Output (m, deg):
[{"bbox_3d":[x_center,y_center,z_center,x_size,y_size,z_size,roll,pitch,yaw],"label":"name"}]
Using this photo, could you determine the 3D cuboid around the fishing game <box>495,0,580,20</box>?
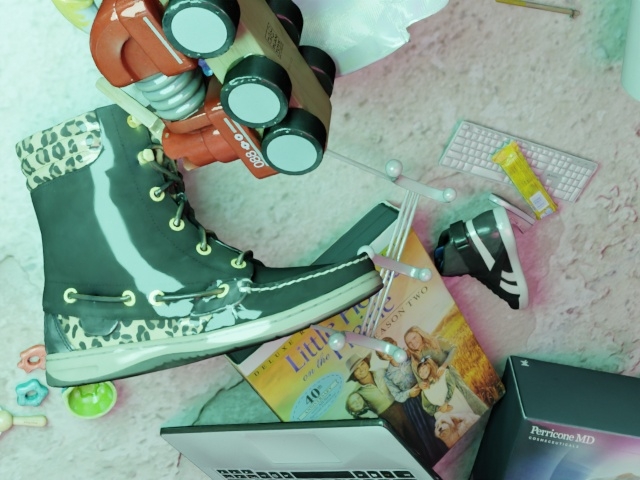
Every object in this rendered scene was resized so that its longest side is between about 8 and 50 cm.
[{"bbox_3d":[0.305,-0.407,1.118,0.189,0.041,0.264,6,116,-29],"label":"fishing game"}]

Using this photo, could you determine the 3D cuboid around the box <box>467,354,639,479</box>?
[{"bbox_3d":[0.418,0.374,1.489,0.296,0.182,0.294,10,115,-2],"label":"box"}]

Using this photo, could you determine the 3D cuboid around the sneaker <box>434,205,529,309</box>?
[{"bbox_3d":[0.230,0.037,1.339,0.121,0.079,0.217,-16,138,10],"label":"sneaker"}]

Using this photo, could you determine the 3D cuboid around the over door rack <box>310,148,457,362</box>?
[{"bbox_3d":[0.000,0.000,1.113,0.324,0.108,0.239,19,88,-21],"label":"over door rack"}]

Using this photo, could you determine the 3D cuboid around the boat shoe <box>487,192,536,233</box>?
[{"bbox_3d":[0.272,-0.036,1.328,0.100,0.035,0.035,26,104,-40],"label":"boat shoe"}]

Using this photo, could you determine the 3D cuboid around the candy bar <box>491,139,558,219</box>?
[{"bbox_3d":[0.295,-0.081,1.308,0.040,0.018,0.161,-37,130,11],"label":"candy bar"}]

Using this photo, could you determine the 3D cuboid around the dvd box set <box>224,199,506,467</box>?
[{"bbox_3d":[0.083,0.190,1.326,0.307,0.062,0.420,-42,127,-12],"label":"dvd box set"}]

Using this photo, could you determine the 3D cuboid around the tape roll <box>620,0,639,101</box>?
[{"bbox_3d":[0.516,-0.274,1.162,0.246,0.246,0.169,-13,124,-16],"label":"tape roll"}]

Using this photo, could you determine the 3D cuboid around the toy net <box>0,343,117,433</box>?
[{"bbox_3d":[-0.387,0.211,1.183,0.232,0.045,0.122,-26,126,-7],"label":"toy net"}]

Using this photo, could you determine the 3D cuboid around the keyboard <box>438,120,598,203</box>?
[{"bbox_3d":[0.284,-0.108,1.302,0.256,0.014,0.072,13,113,-28],"label":"keyboard"}]

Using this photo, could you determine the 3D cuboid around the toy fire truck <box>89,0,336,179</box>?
[{"bbox_3d":[-0.133,-0.151,0.824,0.246,0.158,0.217,-16,135,25],"label":"toy fire truck"}]

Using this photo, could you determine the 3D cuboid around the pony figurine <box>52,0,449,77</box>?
[{"bbox_3d":[-0.079,-0.283,0.916,0.363,0.302,0.351,23,140,-36],"label":"pony figurine"}]

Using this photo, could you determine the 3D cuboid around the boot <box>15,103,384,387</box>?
[{"bbox_3d":[-0.144,-0.013,0.992,0.377,0.138,0.284,-15,85,9],"label":"boot"}]

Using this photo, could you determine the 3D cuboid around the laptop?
[{"bbox_3d":[-0.002,0.451,1.260,0.382,0.236,0.408,-10,134,33],"label":"laptop"}]
